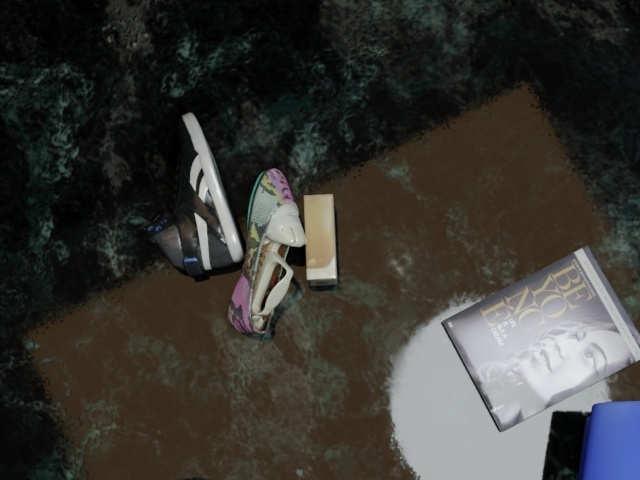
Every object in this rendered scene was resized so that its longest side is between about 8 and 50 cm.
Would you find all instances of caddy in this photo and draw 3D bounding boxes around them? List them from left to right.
[{"bbox_3d":[0.452,0.296,1.299,0.341,0.241,0.179,2,73,11],"label":"caddy"}]

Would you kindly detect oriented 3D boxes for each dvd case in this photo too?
[{"bbox_3d":[0.295,0.128,1.455,0.221,0.018,0.165,-27,79,-2],"label":"dvd case"}]

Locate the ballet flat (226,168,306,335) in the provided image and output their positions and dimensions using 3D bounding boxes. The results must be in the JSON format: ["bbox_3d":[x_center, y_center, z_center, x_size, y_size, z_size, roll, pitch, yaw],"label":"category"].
[{"bbox_3d":[-0.063,0.020,1.447,0.079,0.077,0.222,19,96,39],"label":"ballet flat"}]

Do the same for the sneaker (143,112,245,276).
[{"bbox_3d":[-0.190,-0.058,1.487,0.121,0.079,0.217,-19,80,-2],"label":"sneaker"}]

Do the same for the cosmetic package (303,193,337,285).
[{"bbox_3d":[0.000,0.000,1.476,0.041,0.060,0.115,-3,78,1],"label":"cosmetic package"}]
